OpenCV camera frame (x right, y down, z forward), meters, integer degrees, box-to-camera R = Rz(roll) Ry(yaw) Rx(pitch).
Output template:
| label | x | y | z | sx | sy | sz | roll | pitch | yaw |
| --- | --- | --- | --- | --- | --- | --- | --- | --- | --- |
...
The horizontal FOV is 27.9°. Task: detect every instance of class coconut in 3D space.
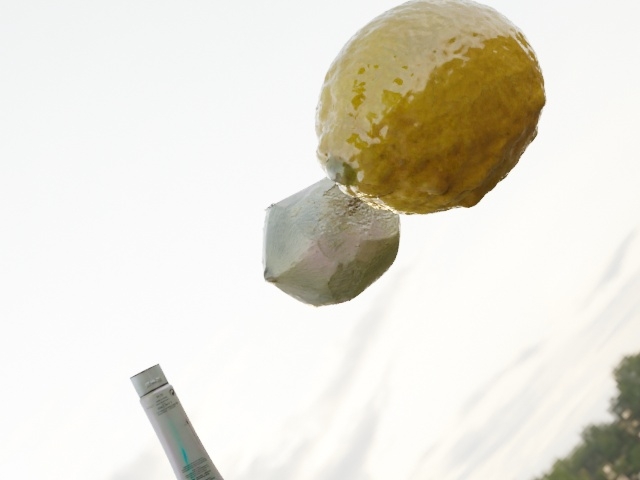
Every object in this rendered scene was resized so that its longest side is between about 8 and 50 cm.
| label | x | y | z | sx | sy | sz | roll | pitch | yaw |
| --- | --- | --- | --- | --- | --- | --- | --- | --- | --- |
| coconut | 0.000 | 0.000 | 1.065 | 0.124 | 0.110 | 0.110 | -31 | -27 | -33 |

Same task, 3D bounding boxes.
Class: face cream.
| label | x | y | z | sx | sy | sz | roll | pitch | yaw |
| --- | --- | --- | --- | --- | --- | --- | --- | --- | --- |
| face cream | -0.105 | 0.147 | 0.952 | 0.038 | 0.115 | 0.020 | -26 | -5 | -23 |

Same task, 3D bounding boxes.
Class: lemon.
| label | x | y | z | sx | sy | sz | roll | pitch | yaw |
| --- | --- | --- | --- | --- | --- | --- | --- | --- | --- |
| lemon | 0.069 | -0.086 | 0.864 | 0.187 | 0.142 | 0.142 | -35 | -25 | -32 |
